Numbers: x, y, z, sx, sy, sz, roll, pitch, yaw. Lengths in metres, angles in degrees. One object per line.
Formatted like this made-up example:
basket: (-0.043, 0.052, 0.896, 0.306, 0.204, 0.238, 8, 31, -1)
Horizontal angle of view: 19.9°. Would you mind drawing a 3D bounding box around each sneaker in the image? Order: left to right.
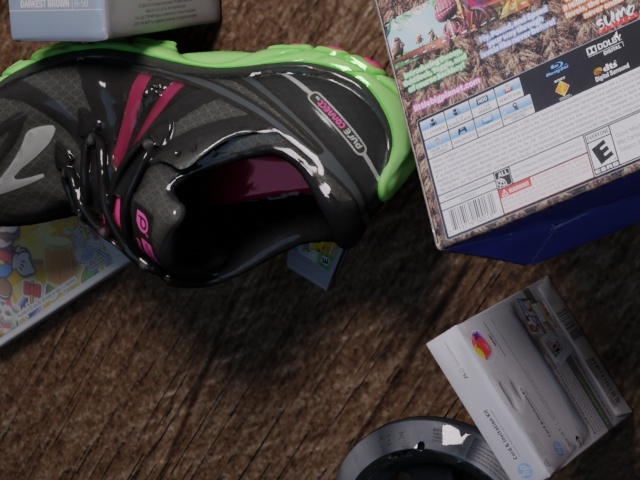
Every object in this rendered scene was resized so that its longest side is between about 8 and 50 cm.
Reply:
sneaker: (-0.150, -0.066, 1.651, 0.483, 0.202, 0.185, -4, 135, 28)

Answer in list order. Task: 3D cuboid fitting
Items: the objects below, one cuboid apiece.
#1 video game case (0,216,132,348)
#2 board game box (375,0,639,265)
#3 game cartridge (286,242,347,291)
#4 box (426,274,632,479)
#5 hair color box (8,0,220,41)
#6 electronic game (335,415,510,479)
video game case: (-0.307, -0.025, 1.884, 0.227, 0.026, 0.206, -32, 84, 31)
board game box: (0.189, -0.157, 1.457, 0.232, 0.141, 0.291, -23, 71, 32)
game cartridge: (0.000, 0.000, 1.721, 0.056, 0.017, 0.083, 32, 115, 24)
box: (0.180, 0.117, 1.544, 0.038, 0.186, 0.145, -35, 84, 31)
hair color box: (-0.195, -0.374, 1.648, 0.113, 0.185, 0.374, 4, 103, 30)
electronic game: (0.115, 0.269, 1.696, 0.229, 0.048, 0.229, 10, 113, 24)
